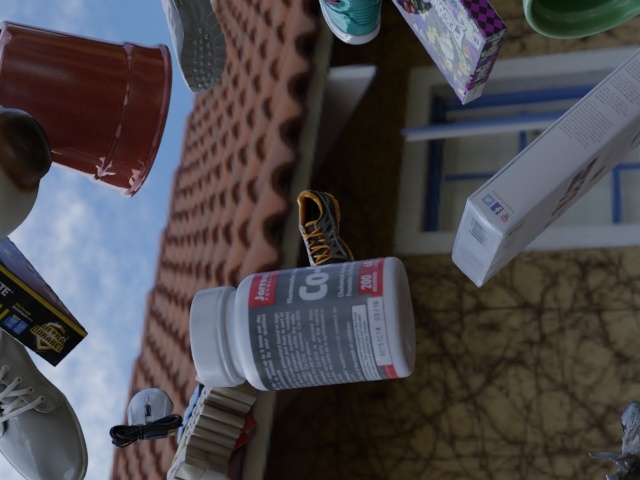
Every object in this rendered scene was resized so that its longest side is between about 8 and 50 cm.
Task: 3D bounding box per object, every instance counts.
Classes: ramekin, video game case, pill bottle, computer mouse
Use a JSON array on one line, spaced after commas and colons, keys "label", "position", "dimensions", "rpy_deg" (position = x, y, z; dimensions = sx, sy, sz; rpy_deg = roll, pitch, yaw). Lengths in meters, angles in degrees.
[{"label": "ramekin", "position": [0.486, -0.515, 1.826], "dimensions": [0.303, 0.303, 0.148], "rpy_deg": [47, -156, -63]}, {"label": "video game case", "position": [0.180, -0.342, 1.506], "dimensions": [0.232, 0.041, 0.210], "rpy_deg": [59, 170, 14]}, {"label": "pill bottle", "position": [-0.022, 0.117, 1.379], "dimensions": [0.161, 0.283, 0.161], "rpy_deg": [-7, -90, -79]}, {"label": "computer mouse", "position": [-0.263, 0.260, 1.557], "dimensions": [0.193, 0.106, 0.042], "rpy_deg": [-137, 36, -78]}]

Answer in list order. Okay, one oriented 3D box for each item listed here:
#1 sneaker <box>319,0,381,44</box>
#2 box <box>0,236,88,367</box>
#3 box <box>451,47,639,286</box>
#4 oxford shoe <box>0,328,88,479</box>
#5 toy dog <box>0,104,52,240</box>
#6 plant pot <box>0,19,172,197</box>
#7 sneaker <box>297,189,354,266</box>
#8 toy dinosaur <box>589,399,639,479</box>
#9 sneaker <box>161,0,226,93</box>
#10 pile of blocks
[{"label": "sneaker", "position": [0.006, -0.469, 1.613], "dimensions": [0.296, 0.123, 0.178], "rpy_deg": [57, 165, 17]}, {"label": "box", "position": [-0.509, 0.026, 1.520], "dimensions": [0.079, 0.322, 0.257], "rpy_deg": [-45, -44, -8]}, {"label": "box", "position": [0.281, -0.095, 1.107], "dimensions": [0.058, 0.322, 0.232], "rpy_deg": [49, 172, 13]}, {"label": "oxford shoe", "position": [-0.595, 0.289, 1.953], "dimensions": [0.449, 0.169, 0.130], "rpy_deg": [62, 178, 1]}, {"label": "toy dog", "position": [-0.516, -0.144, 1.204], "dimensions": [0.408, 0.284, 0.395], "rpy_deg": [47, -163, 7]}, {"label": "plant pot", "position": [-0.418, -0.230, 1.696], "dimensions": [0.265, 0.272, 0.273], "rpy_deg": [12, -111, -26]}, {"label": "sneaker", "position": [0.000, 0.000, 1.929], "dimensions": [0.083, 0.084, 0.215], "rpy_deg": [27, -138, -55]}, {"label": "toy dinosaur", "position": [0.488, 0.295, 1.485], "dimensions": [0.160, 0.121, 0.313], "rpy_deg": [62, -156, -8]}, {"label": "sneaker", "position": [-0.231, -0.377, 1.805], "dimensions": [0.090, 0.095, 0.235], "rpy_deg": [-20, -62, -26]}, {"label": "pile of blocks", "position": [-0.168, 0.293, 1.864], "dimensions": [0.362, 0.112, 0.149], "rpy_deg": [-68, 19, -4]}]
